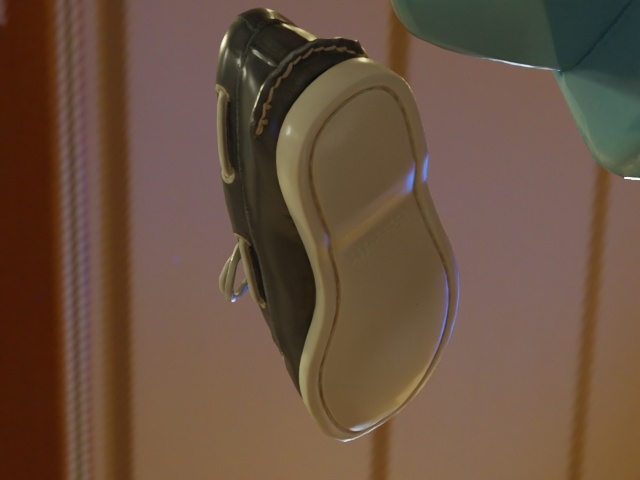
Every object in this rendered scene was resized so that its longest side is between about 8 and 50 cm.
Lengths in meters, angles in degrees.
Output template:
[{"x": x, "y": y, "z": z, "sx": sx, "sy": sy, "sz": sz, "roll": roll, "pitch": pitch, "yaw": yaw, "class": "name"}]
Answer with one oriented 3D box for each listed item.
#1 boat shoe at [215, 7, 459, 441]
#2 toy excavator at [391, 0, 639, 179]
[{"x": 0.000, "y": 0.000, "z": 0.829, "sx": 0.095, "sy": 0.079, "sz": 0.254, "roll": -39, "pitch": -34, "yaw": -15, "class": "boat shoe"}, {"x": 0.036, "y": -0.131, "z": 0.487, "sx": 0.445, "sy": 0.222, "sz": 0.433, "roll": 8, "pitch": -41, "yaw": -31, "class": "toy excavator"}]
